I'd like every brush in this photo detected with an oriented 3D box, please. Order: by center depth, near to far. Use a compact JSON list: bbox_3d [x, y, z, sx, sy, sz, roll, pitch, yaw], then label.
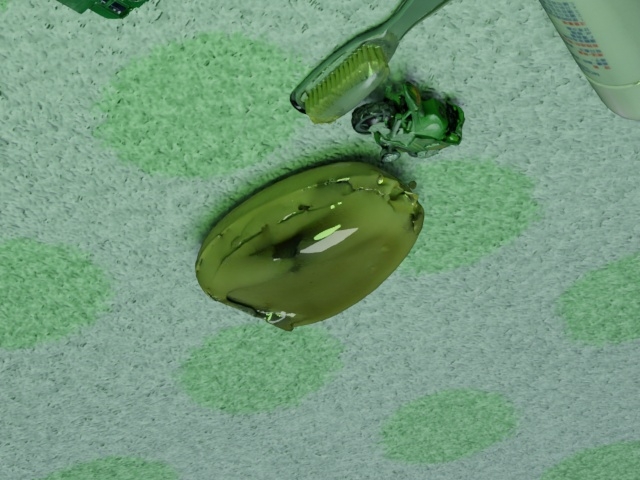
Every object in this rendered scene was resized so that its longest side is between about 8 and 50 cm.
[{"bbox_3d":[0.073,-0.222,1.801,0.068,0.060,0.297,22,132,-35],"label":"brush"}]

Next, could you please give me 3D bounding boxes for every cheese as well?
[{"bbox_3d":[0.000,0.000,2.038,0.259,0.128,0.316,15,143,-44],"label":"cheese"}]

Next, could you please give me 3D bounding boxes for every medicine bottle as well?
[{"bbox_3d":[0.344,-0.260,1.772,0.130,0.130,0.341,-25,142,16],"label":"medicine bottle"}]

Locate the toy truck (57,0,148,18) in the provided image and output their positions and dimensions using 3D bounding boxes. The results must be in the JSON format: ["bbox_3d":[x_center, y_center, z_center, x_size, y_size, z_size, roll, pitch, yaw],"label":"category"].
[{"bbox_3d":[-0.250,-0.291,1.604,0.079,0.065,0.147,-35,139,32],"label":"toy truck"}]

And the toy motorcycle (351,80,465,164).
[{"bbox_3d":[0.120,-0.146,1.905,0.106,0.074,0.190,-26,155,26],"label":"toy motorcycle"}]
